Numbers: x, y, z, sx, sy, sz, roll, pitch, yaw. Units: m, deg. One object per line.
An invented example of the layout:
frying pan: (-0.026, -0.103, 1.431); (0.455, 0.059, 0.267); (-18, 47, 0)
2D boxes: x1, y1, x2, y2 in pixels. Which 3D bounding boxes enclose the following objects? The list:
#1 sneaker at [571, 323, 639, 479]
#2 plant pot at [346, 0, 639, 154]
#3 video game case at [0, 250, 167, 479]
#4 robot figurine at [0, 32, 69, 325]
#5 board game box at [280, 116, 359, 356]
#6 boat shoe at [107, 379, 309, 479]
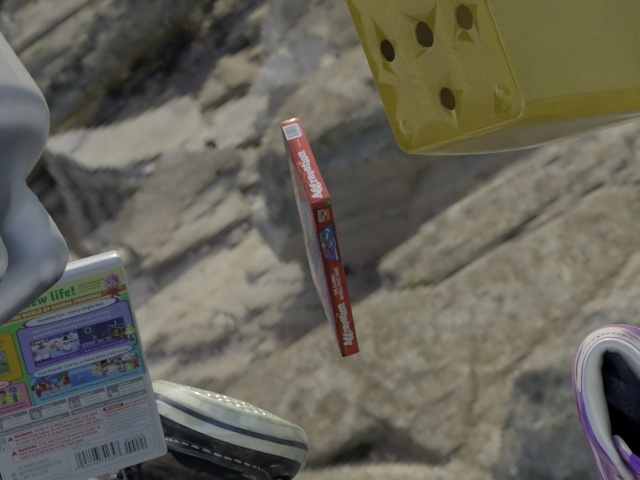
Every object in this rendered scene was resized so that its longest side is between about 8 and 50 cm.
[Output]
sneaker: (0.253, 0.198, 1.160); (0.102, 0.282, 0.161); (-27, -6, 8)
plant pot: (0.140, -0.162, 1.080); (0.187, 0.212, 0.212); (-22, 4, -32)
video game case: (-0.251, 0.125, 1.343); (0.212, 0.193, 0.023); (-16, 22, -13)
robot figurine: (-0.278, -0.096, 0.811); (0.200, 0.353, 0.300); (-36, -9, 9)
board game box: (0.000, 0.000, 1.926); (0.027, 0.281, 0.145); (-16, 47, -4)
boat shoe: (-0.136, 0.262, 1.653); (0.500, 0.187, 0.156); (130, 159, -66)
